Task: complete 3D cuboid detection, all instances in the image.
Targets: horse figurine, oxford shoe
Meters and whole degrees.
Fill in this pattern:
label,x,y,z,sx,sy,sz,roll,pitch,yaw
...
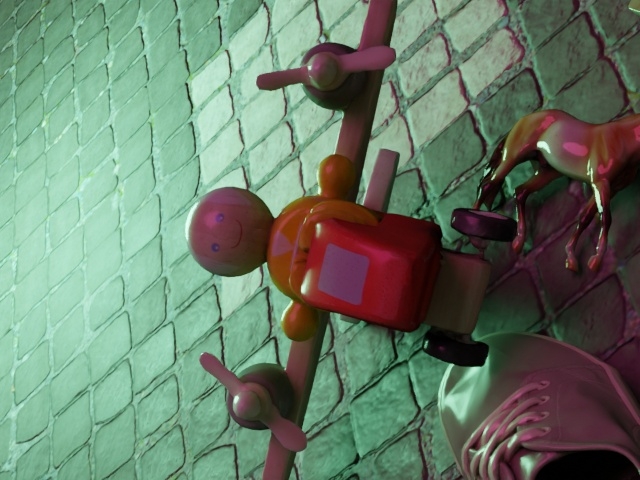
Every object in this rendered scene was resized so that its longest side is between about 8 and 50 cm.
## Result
label,x,y,z,sx,sy,sz,roll,pitch,yaw
horse figurine,0.237,-0.064,1.505,0.263,0.066,0.174,18,84,54
oxford shoe,0.189,0.181,1.291,0.169,0.130,0.449,-56,24,10

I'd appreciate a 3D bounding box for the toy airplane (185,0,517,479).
label,x,y,z,sx,sy,sz,roll,pitch,yaw
toy airplane,0.000,0.000,1.517,0.384,0.272,0.386,117,158,-50

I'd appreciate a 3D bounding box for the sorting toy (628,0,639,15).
label,x,y,z,sx,sy,sz,roll,pitch,yaw
sorting toy,0.385,-0.260,1.486,0.274,0.046,0.132,-57,33,3
